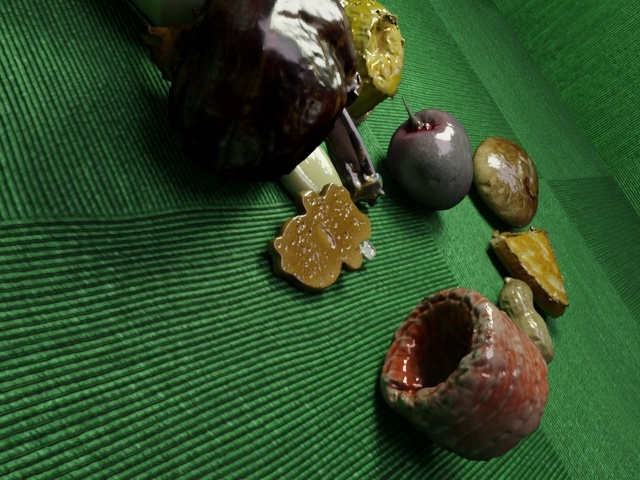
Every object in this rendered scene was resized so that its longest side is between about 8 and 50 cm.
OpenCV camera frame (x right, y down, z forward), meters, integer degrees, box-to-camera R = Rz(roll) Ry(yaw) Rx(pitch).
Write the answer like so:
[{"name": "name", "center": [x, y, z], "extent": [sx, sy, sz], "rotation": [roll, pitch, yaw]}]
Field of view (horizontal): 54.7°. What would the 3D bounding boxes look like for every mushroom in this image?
[{"name": "mushroom", "center": [0.515, -0.161, 1.696], "extent": [0.278, 0.146, 0.278], "rotation": [26, 50, -35]}]

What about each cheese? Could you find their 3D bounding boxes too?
[{"name": "cheese", "center": [0.018, -0.068, 1.122], "extent": [0.251, 0.054, 0.127], "rotation": [52, 39, -2]}]

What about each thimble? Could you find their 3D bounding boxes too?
[{"name": "thimble", "center": [0.222, 0.206, 0.960], "extent": [0.162, 0.239, 0.239], "rotation": [40, 36, -24]}]

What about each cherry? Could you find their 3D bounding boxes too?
[{"name": "cherry", "center": [0.243, -0.179, 1.363], "extent": [0.266, 0.183, 0.213], "rotation": [52, 47, -24]}]

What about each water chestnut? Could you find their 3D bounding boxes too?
[{"name": "water chestnut", "center": [-0.118, -0.259, 0.934], "extent": [0.347, 0.335, 0.335], "rotation": [29, 37, -2]}]

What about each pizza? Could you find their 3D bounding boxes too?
[{"name": "pizza", "center": [0.523, 0.038, 1.591], "extent": [0.251, 0.074, 0.287], "rotation": [35, 37, -24]}]

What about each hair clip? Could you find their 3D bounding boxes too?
[{"name": "hair clip", "center": [0.011, -0.220, 1.200], "extent": [0.358, 0.095, 0.110], "rotation": [62, 4, 0]}]

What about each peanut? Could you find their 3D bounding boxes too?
[{"name": "peanut", "center": [0.450, 0.175, 1.379], "extent": [0.104, 0.085, 0.228], "rotation": [32, 37, -42]}]

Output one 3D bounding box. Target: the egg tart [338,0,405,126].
[{"name": "egg tart", "center": [0.094, -0.395, 1.321], "extent": [0.315, 0.120, 0.315], "rotation": [-17, 110, -54]}]

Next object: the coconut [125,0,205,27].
[{"name": "coconut", "center": [-0.218, -0.491, 1.021], "extent": [0.323, 0.323, 0.323], "rotation": [30, 41, -29]}]

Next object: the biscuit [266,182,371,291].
[{"name": "biscuit", "center": [0.000, 0.000, 1.027], "extent": [0.166, 0.036, 0.225], "rotation": [52, 48, -14]}]
